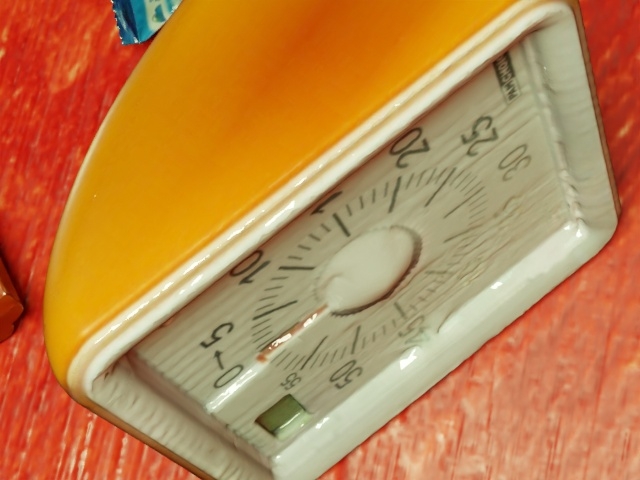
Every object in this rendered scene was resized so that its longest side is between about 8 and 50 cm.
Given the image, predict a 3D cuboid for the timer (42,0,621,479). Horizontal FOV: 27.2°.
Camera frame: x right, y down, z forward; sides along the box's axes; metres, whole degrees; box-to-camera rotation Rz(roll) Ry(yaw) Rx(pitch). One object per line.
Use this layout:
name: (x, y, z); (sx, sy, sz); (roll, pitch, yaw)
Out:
timer: (0.000, 0.000, 0.633); (0.161, 0.257, 0.250); (34, 81, 27)

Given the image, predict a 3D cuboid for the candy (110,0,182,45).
candy: (-0.067, -0.177, 0.817); (0.136, 0.038, 0.088); (-16, 73, -2)

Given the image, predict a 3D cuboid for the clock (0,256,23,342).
clock: (-0.250, 0.009, 0.790); (0.113, 0.061, 0.155); (-31, 65, 2)
